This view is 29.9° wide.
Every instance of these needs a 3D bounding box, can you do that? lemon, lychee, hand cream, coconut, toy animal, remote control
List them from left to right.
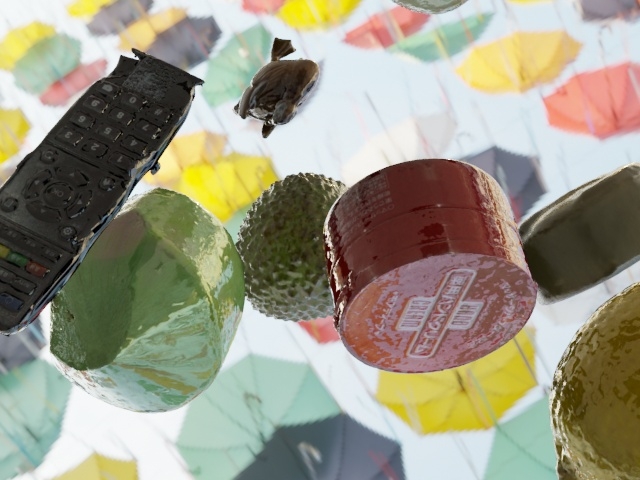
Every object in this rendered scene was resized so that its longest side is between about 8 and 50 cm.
[{"bbox_3d":[-0.284,-0.062,1.367,0.144,0.062,0.399,25,-121,14],"label":"remote control"},{"bbox_3d":[-0.251,0.092,1.708,0.328,0.281,0.328,-55,-175,7],"label":"coconut"},{"bbox_3d":[-0.073,-0.208,1.781,0.188,0.089,0.179,-32,-149,35],"label":"toy animal"},{"bbox_3d":[-0.008,0.007,2.038,0.270,0.269,0.320,-73,-171,-48],"label":"lychee"},{"bbox_3d":[0.100,0.026,1.132,0.193,0.193,0.125,-23,-129,15],"label":"hand cream"},{"bbox_3d":[0.447,0.201,1.480,0.336,0.336,0.336,-22,-148,15],"label":"lemon"}]

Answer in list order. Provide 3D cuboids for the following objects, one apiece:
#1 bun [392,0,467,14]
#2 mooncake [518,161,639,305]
[{"bbox_3d":[0.064,-0.287,0.898,0.141,0.239,0.239,0,-138,29],"label":"bun"},{"bbox_3d":[0.461,-0.016,2.048,0.284,0.156,0.284,-32,177,-2],"label":"mooncake"}]
